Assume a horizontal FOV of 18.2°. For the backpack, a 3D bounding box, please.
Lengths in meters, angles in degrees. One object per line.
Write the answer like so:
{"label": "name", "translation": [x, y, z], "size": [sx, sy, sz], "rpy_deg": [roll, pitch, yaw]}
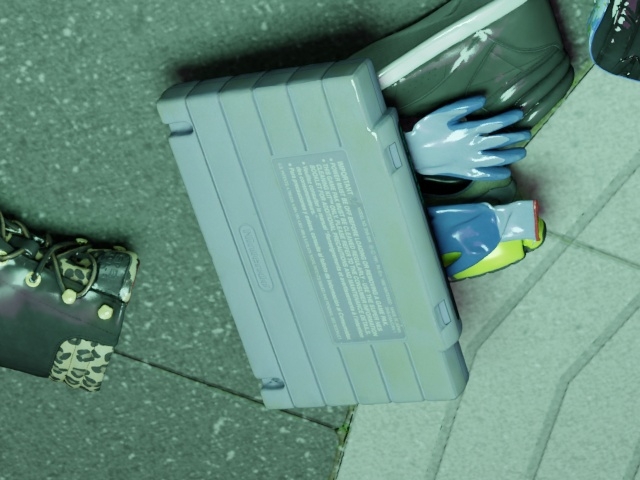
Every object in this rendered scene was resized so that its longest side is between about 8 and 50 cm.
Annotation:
{"label": "backpack", "translation": [0.307, -0.213, 1.894], "size": [0.105, 0.084, 0.114], "rpy_deg": [18, 117, -9]}

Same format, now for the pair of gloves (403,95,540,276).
{"label": "pair of gloves", "translation": [0.131, -0.049, 1.935], "size": [0.159, 0.023, 0.198], "rpy_deg": [-8, 123, 8]}

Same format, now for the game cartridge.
{"label": "game cartridge", "translation": [0.000, 0.000, 1.941], "size": [0.230, 0.068, 0.355], "rpy_deg": [-7, 115, 24]}

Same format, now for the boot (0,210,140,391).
{"label": "boot", "translation": [-0.324, -0.001, 2.028], "size": [0.284, 0.138, 0.377], "rpy_deg": [15, 127, -6]}

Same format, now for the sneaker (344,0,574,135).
{"label": "sneaker", "translation": [0.114, -0.135, 1.940], "size": [0.295, 0.104, 0.147], "rpy_deg": [-29, 113, 15]}

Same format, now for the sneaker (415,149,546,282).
{"label": "sneaker", "translation": [0.072, -0.008, 2.042], "size": [0.300, 0.111, 0.121], "rpy_deg": [-20, 108, 10]}
